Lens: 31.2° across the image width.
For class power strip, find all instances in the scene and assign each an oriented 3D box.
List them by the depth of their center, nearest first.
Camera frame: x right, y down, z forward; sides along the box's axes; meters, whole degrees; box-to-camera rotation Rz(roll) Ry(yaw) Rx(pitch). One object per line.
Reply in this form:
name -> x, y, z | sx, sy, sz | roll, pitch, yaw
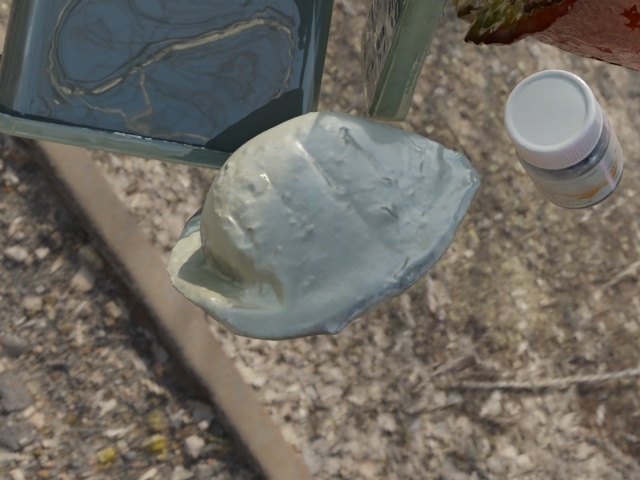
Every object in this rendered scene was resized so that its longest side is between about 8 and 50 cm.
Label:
power strip -> 0.056, -0.157, 0.704 | 0.029, 0.227, 0.080 | 3, 60, -8

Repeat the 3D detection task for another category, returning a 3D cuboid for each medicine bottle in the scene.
medicine bottle -> 0.414, -0.166, 1.942 | 0.273, 0.165, 0.165 | 35, 42, -61

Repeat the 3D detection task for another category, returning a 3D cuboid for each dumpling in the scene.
dumpling -> -0.001, 0.000, 0.682 | 0.176, 0.092, 0.150 | 8, 56, -3

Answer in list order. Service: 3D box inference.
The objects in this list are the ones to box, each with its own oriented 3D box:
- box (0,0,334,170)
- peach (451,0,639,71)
box -> -0.103, -0.134, 0.770 | 0.243, 0.135, 0.163 | 10, 16, -13
peach -> 0.244, -0.254, 0.689 | 0.353, 0.416, 0.339 | 20, 84, -49
